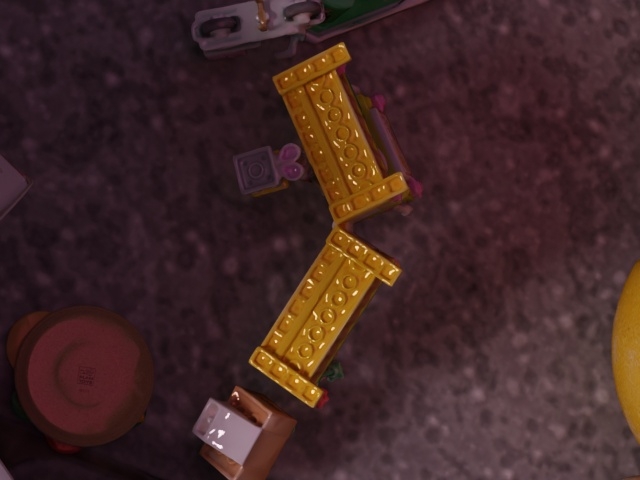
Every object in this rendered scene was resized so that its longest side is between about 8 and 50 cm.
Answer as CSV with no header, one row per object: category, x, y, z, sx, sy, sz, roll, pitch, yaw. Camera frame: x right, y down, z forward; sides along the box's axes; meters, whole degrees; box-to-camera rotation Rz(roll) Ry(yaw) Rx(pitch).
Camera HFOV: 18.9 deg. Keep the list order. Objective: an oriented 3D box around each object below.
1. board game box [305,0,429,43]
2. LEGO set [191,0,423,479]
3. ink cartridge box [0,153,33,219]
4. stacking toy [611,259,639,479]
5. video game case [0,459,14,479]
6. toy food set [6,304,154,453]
board game box,0.083,-0.368,1.218,0.390,0.050,0.390,-23,89,-21
LEGO set,0.000,0.000,1.125,0.132,0.107,0.287,-3,86,16
ink cartridge box,-0.349,-0.038,0.950,0.309,0.272,0.130,45,40,-8
stacking toy,0.290,0.050,1.137,0.350,0.350,0.480,30,92,-12
video game case,-0.240,0.241,0.973,0.269,0.061,0.244,-38,109,-20
toy food set,-0.135,0.078,1.087,0.083,0.020,0.083,-7,84,-20
